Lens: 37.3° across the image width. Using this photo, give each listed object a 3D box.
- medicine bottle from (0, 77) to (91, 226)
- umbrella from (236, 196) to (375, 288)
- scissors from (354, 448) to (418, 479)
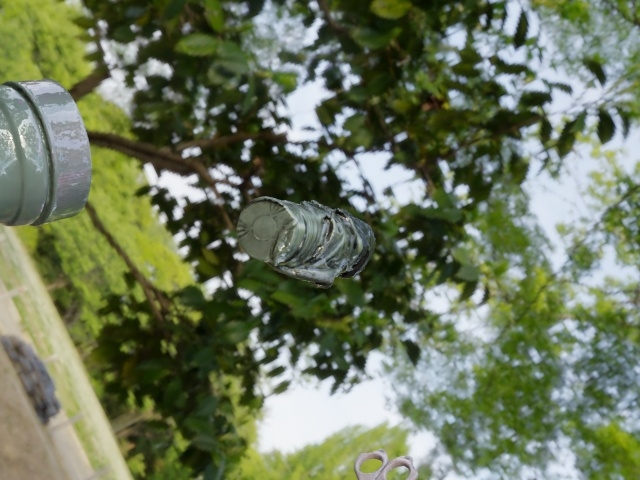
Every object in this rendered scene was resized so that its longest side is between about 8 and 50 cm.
[{"bbox_3d":[-0.204,-0.022,0.380,0.090,0.216,0.091,19,-64,45],"label":"medicine bottle"},{"bbox_3d":[0.000,0.000,0.542,0.050,0.046,0.188,28,2,13],"label":"umbrella"},{"bbox_3d":[0.059,0.361,1.319,0.100,0.189,0.015,10,-51,35],"label":"scissors"}]
